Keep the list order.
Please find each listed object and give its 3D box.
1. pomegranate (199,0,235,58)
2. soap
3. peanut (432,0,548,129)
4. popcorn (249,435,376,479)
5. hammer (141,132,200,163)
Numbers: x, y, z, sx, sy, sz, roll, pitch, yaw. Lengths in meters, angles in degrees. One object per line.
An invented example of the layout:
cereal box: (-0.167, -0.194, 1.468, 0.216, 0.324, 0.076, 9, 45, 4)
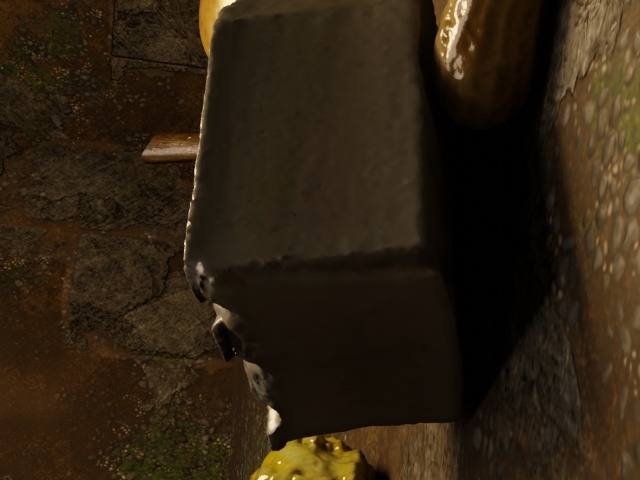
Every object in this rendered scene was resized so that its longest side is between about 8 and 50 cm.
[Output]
pomegranate: (-0.043, -0.364, 1.720, 0.342, 0.342, 0.342, -174, 90, -82)
soap: (0.024, -0.055, 1.175, 0.350, 0.213, 0.435, 69, -162, -52)
peanut: (0.157, -0.213, 1.070, 0.108, 0.095, 0.226, -125, 42, -72)
popcorn: (-0.020, 0.373, 1.494, 0.233, 0.192, 0.266, 104, 173, -47)
hammer: (-0.165, -0.179, 2.210, 0.095, 0.409, 0.242, 50, -129, -41)
